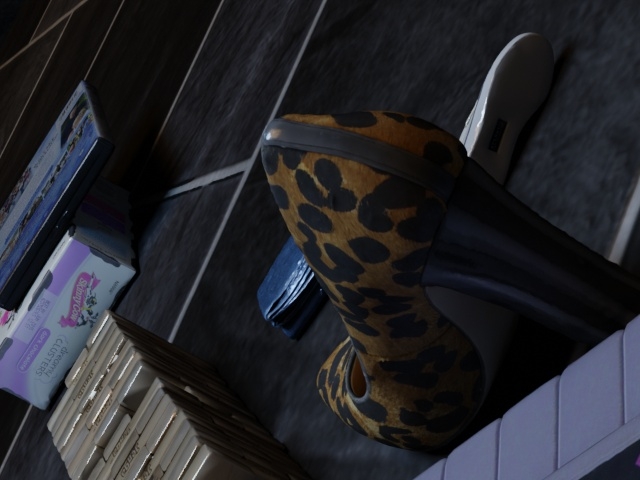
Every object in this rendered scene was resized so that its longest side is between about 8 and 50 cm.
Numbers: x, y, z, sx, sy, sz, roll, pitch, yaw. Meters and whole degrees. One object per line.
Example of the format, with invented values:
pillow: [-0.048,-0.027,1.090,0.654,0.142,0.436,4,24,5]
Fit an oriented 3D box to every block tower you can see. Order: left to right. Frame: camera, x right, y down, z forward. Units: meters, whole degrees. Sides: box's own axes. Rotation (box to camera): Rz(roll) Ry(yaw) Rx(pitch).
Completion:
block tower: [-0.086,0.133,0.958,0.091,0.097,0.335,-61,18,1]

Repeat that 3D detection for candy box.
candy box: [-0.246,0.038,1.510,0.165,0.070,0.196,-55,20,14]

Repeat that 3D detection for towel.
towel: [0.000,0.000,1.019,0.119,0.029,0.067,-57,19,12]

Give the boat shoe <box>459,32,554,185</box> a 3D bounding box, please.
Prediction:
boat shoe: [0.094,-0.067,0.873,0.035,0.035,0.100,12,80,67]

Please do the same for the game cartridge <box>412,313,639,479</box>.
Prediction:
game cartridge: [0.069,0.201,0.534,0.230,0.068,0.355,-49,22,41]

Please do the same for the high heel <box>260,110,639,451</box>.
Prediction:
high heel: [0.013,0.016,0.730,0.261,0.186,0.093,-26,40,58]

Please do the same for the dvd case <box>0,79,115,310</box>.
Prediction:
dvd case: [-0.259,-0.049,1.528,0.180,0.022,0.253,-57,19,9]
